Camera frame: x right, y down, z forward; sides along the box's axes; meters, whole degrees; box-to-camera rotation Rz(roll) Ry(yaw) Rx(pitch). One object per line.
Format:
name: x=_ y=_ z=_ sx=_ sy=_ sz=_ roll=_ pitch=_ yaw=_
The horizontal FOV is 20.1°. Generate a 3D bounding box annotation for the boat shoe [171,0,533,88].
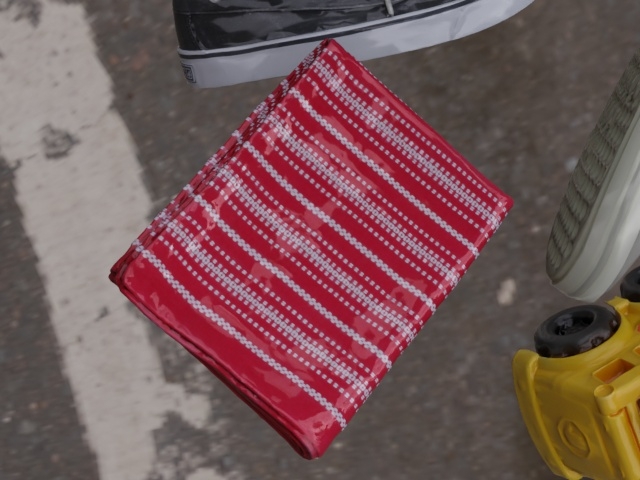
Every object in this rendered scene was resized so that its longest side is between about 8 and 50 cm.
boat shoe: x=0.028 y=-0.207 z=1.459 sx=0.306 sy=0.113 sz=0.105 roll=-13 pitch=110 yaw=-8

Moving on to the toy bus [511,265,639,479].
toy bus: x=0.312 y=0.125 z=1.579 sx=0.220 sy=0.211 sz=0.149 roll=-29 pitch=109 yaw=-19

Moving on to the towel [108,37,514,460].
towel: x=0.000 y=0.000 z=1.303 sx=0.199 sy=0.031 sz=0.275 roll=42 pitch=62 yaw=-4

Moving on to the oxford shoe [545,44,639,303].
oxford shoe: x=0.278 y=-0.127 z=1.128 sx=0.130 sy=0.169 sz=0.449 roll=37 pitch=59 yaw=0
